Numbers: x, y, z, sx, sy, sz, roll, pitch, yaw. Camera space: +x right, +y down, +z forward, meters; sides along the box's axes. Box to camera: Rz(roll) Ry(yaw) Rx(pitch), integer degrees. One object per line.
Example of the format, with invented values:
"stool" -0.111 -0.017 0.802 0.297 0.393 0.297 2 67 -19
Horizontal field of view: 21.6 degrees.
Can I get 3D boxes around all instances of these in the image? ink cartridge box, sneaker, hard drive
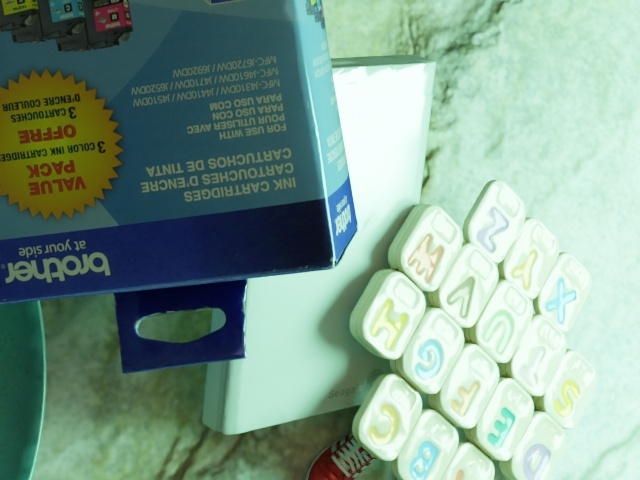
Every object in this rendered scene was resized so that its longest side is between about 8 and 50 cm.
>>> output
"ink cartridge box" -0.125 -0.107 1.244 0.270 0.151 0.395 -7 102 10
"sneaker" 0.037 0.187 1.486 0.118 0.067 0.042 -41 92 -22
"hard drive" 0.000 0.000 1.421 0.203 0.040 0.308 -8 111 -41

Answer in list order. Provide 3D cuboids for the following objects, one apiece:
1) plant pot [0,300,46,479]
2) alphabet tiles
"plant pot" -0.361 0.110 1.290 0.195 0.290 0.290 1 75 15
"alphabet tiles" 0.145 0.100 1.503 0.284 0.021 0.278 44 67 -32
